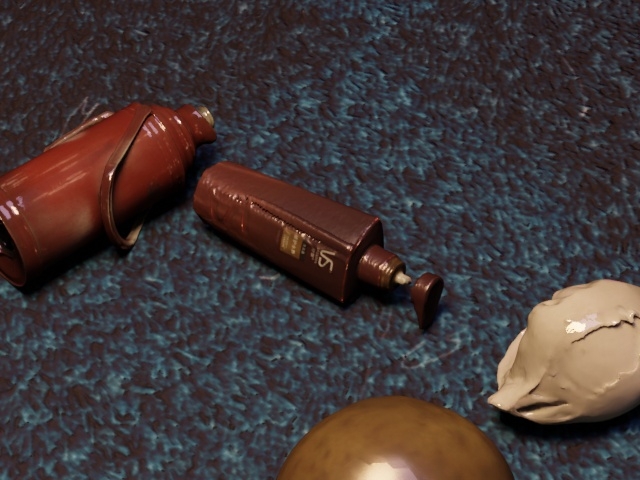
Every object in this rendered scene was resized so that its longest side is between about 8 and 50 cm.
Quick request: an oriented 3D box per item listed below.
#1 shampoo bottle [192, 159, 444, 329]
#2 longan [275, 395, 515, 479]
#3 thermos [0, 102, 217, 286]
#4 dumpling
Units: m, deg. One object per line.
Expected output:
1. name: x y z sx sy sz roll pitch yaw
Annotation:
1. shampoo bottle: -0.001 0.002 1.609 0.236 0.068 0.067 25 52 28
2. longan: 0.047 0.209 1.333 0.185 0.159 0.204 38 66 21
3. thermos: -0.193 -0.059 1.655 0.232 0.099 0.124 -34 51 -25
4. dumpling: 0.212 0.080 1.500 0.188 0.108 0.127 -28 24 -1
